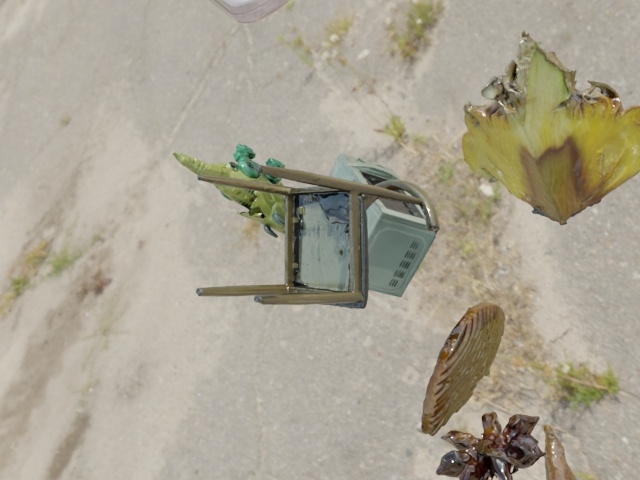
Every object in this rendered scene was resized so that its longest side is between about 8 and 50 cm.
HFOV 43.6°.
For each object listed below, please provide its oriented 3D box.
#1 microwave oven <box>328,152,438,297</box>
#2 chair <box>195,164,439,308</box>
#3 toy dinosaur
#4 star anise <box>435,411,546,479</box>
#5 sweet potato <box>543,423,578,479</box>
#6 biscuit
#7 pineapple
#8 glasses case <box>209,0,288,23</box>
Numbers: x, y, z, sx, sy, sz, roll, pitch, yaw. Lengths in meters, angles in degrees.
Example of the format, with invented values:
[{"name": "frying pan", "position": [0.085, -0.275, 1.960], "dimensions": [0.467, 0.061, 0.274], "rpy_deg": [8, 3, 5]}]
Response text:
[{"name": "microwave oven", "position": [0.084, -0.026, 1.331], "dimensions": [0.162, 0.122, 0.208], "rpy_deg": [-64, 30, 23]}, {"name": "chair", "position": [0.000, 0.000, 1.018], "dimensions": [0.188, 0.272, 0.166], "rpy_deg": [0, 89, 56]}, {"name": "toy dinosaur", "position": [-0.142, -0.103, 1.386], "dimensions": [0.094, 0.259, 0.153], "rpy_deg": [-47, 27, 25]}, {"name": "star anise", "position": [0.233, 0.287, 1.091], "dimensions": [0.167, 0.057, 0.168], "rpy_deg": [-23, 10, 4]}, {"name": "sweet potato", "position": [0.350, 0.366, 1.101], "dimensions": [0.068, 0.068, 0.226], "rpy_deg": [-17, 79, 38]}, {"name": "biscuit", "position": [0.213, 0.188, 1.178], "dimensions": [0.031, 0.176, 0.229], "rpy_deg": [16, 73, 33]}, {"name": "pineapple", "position": [0.114, -0.058, 0.417], "dimensions": [0.114, 0.114, 0.077], "rpy_deg": [3, 61, 36]}, {"name": "glasses case", "position": [-0.120, -0.388, 1.145], "dimensions": [0.113, 0.075, 0.297], "rpy_deg": [-38, 41, -2]}]
